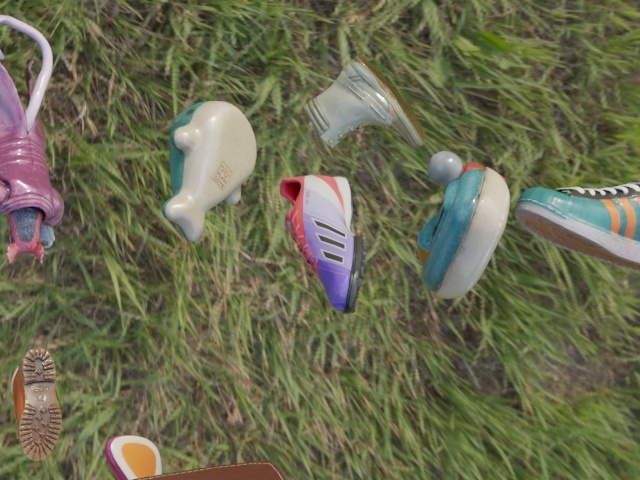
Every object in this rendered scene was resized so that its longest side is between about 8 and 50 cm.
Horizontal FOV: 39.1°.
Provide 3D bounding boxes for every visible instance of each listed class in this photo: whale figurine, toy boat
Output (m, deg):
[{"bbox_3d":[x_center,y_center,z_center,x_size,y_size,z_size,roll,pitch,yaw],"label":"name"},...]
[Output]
[{"bbox_3d":[-0.231,-0.134,1.686,0.216,0.141,0.272,51,53,-48],"label":"whale figurine"},{"bbox_3d":[0.244,-0.048,1.624,0.148,0.318,0.267,20,129,2],"label":"toy boat"}]

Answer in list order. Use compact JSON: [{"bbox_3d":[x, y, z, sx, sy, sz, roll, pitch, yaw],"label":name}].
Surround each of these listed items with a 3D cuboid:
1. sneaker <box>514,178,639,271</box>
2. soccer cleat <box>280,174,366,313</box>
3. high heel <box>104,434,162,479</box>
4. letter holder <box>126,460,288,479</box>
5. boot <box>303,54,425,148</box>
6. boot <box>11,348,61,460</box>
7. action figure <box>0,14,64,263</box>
[{"bbox_3d":[0.403,-0.038,1.259,0.302,0.108,0.121,18,83,-25],"label":"sneaker"},{"bbox_3d":[0.000,0.000,1.419,0.117,0.318,0.108,7,126,-11],"label":"soccer cleat"},{"bbox_3d":[-0.285,0.362,1.369,0.117,0.082,0.244,-9,146,22],"label":"high heel"},{"bbox_3d":[-0.157,0.328,0.814,0.302,0.214,0.151,-6,107,-19],"label":"letter holder"},{"bbox_3d":[0.086,-0.229,1.755,0.165,0.077,0.213,-40,93,19],"label":"boot"},{"bbox_3d":[-0.419,0.244,1.313,0.059,0.085,0.157,8,66,-34],"label":"boot"},{"bbox_3d":[-0.491,-0.132,1.491,0.276,0.370,0.248,-33,156,28],"label":"action figure"}]
